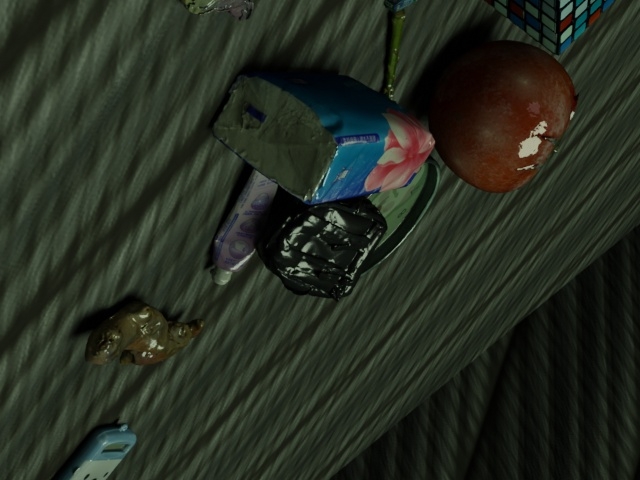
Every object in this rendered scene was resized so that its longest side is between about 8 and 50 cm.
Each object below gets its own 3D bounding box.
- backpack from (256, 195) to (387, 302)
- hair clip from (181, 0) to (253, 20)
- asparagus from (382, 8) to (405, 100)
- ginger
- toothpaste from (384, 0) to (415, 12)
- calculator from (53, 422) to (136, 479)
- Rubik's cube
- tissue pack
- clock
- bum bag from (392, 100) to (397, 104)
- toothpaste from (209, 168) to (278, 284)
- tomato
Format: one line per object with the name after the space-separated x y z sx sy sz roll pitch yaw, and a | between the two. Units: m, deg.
0.000 0.000 2.121 0.258 0.133 0.206 18 108 -53 | backpack
-0.095 -0.338 1.556 0.146 0.056 0.187 -6 138 -49 | hair clip
0.115 -0.286 2.066 0.025 0.024 0.248 -31 156 -19 | asparagus
-0.285 0.151 2.056 0.122 0.084 0.290 -28 166 15 | ginger
0.133 -0.370 1.956 0.083 0.020 0.017 -34 151 -29 | toothpaste
-0.409 0.403 2.301 0.210 0.039 0.121 -50 160 9 | calculator
0.370 -0.440 2.044 0.187 0.184 0.182 -42 158 -8 | Rubik's cube
0.009 -0.159 1.863 0.270 0.209 0.137 -11 130 -54 | tissue pack
0.092 -0.046 2.392 0.319 0.066 0.319 -38 158 -19 | clock
0.033 -0.151 2.104 0.232 0.060 0.106 -28 144 -29 | bum bag
-0.113 -0.048 2.041 0.075 0.048 0.301 -9 137 -40 | toothpaste
0.306 -0.220 2.244 0.265 0.265 0.265 -38 157 -19 | tomato
